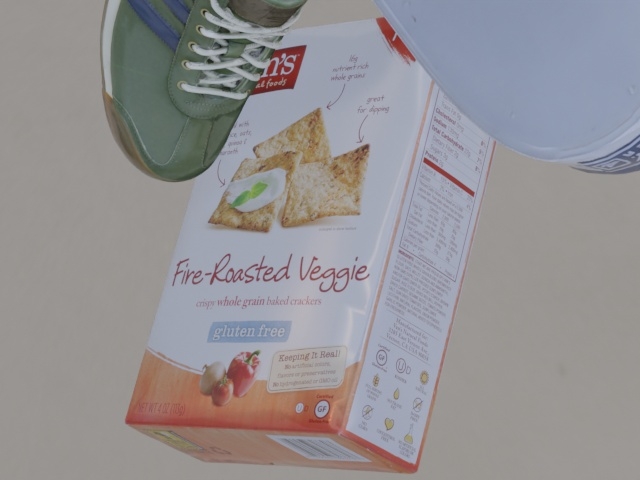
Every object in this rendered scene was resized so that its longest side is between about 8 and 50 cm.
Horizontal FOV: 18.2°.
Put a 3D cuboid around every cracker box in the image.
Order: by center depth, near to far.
[{"bbox_3d":[0.000,0.000,1.042,0.067,0.155,0.232,33,64,-41],"label":"cracker box"}]

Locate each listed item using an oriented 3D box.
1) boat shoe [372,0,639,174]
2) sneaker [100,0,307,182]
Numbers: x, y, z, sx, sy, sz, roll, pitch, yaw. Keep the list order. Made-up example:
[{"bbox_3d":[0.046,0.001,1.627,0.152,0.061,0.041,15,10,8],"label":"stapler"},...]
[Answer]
[{"bbox_3d":[0.026,-0.116,0.513,0.095,0.084,0.258,-41,64,27],"label":"boat shoe"},{"bbox_3d":[-0.040,-0.103,0.815,0.064,0.086,0.192,-2,116,-32],"label":"sneaker"}]
